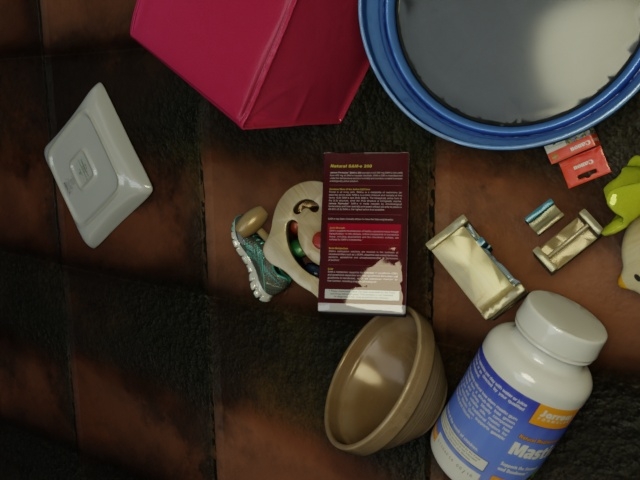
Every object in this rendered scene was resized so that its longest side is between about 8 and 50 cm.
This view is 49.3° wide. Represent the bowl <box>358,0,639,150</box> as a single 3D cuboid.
[{"bbox_3d":[0.241,-0.308,0.872,0.391,0.077,0.391,4,99,24],"label":"bowl"}]

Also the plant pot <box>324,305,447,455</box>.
[{"bbox_3d":[0.117,0.226,1.069,0.110,0.237,0.237,30,125,-18],"label":"plant pot"}]

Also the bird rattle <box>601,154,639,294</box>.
[{"bbox_3d":[0.458,-0.005,0.820,0.254,0.143,0.206,16,120,20],"label":"bird rattle"}]

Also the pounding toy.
[{"bbox_3d":[0.000,0.000,1.169,0.269,0.155,0.154,37,91,15],"label":"pounding toy"}]

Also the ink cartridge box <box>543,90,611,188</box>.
[{"bbox_3d":[0.329,-0.131,0.918,0.063,0.029,0.115,-25,84,37],"label":"ink cartridge box"}]

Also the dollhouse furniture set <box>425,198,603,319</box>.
[{"bbox_3d":[0.266,0.004,0.955,0.184,0.129,0.129,-40,73,10],"label":"dollhouse furniture set"}]

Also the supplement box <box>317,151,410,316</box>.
[{"bbox_3d":[0.067,-0.009,1.041,0.130,0.073,0.239,2,81,9],"label":"supplement box"}]

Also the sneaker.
[{"bbox_3d":[-0.103,0.024,1.266,0.076,0.065,0.166,-25,87,21],"label":"sneaker"}]

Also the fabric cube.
[{"bbox_3d":[-0.077,-0.341,1.037,0.258,0.259,0.254,41,120,22],"label":"fabric cube"}]

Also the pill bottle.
[{"bbox_3d":[0.271,0.209,0.952,0.152,0.152,0.272,36,119,26],"label":"pill bottle"}]

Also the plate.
[{"bbox_3d":[-0.508,-0.157,1.533,0.278,0.045,0.277,-35,78,37],"label":"plate"}]
